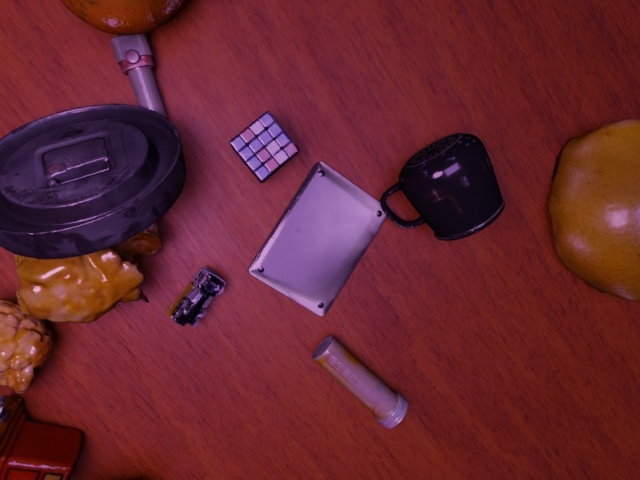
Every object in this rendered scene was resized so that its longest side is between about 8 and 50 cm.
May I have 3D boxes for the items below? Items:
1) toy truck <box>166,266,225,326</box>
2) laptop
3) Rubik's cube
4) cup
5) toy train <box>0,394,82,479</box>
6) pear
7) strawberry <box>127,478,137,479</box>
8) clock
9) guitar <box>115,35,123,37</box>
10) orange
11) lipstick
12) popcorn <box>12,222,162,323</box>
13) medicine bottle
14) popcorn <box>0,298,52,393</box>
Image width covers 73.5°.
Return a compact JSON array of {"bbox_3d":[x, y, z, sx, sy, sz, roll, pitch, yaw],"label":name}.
[{"bbox_3d":[-0.241,0.110,0.824,0.052,0.063,0.123,39,88,-32],"label":"toy truck"},{"bbox_3d":[0.000,0.000,0.872,0.187,0.015,0.269,33,90,-11],"label":"laptop"},{"bbox_3d":[-0.104,-0.171,0.801,0.092,0.092,0.092,-39,100,-2],"label":"Rubik's cube"},{"bbox_3d":[0.233,-0.091,0.839,0.223,0.169,0.177,-28,109,25],"label":"cup"},{"bbox_3d":[-0.583,0.449,0.758,0.231,0.163,0.369,22,94,-22],"label":"toy train"},{"bbox_3d":[0.675,-0.062,0.879,0.340,0.191,0.387,-26,99,-6],"label":"pear"},{"bbox_3d":[-0.371,0.561,0.812,0.280,0.150,0.254,22,112,-12],"label":"strawberry"},{"bbox_3d":[-0.375,-0.107,0.678,0.318,0.319,0.066,-10,139,-7],"label":"clock"},{"bbox_3d":[-0.392,-0.474,0.762,0.088,0.025,0.234,-19,99,-7],"label":"guitar"},{"bbox_3d":[-0.316,-0.454,0.678,0.240,0.171,0.240,0,91,-15],"label":"orange"},{"bbox_3d":[-0.315,-0.271,0.779,0.063,0.057,0.187,-18,101,-7],"label":"lipstick"},{"bbox_3d":[-0.405,0.025,0.740,0.253,0.190,0.191,-19,130,-19],"label":"popcorn"},{"bbox_3d":[0.080,0.291,0.887,0.218,0.074,0.074,43,88,-8],"label":"medicine bottle"},{"bbox_3d":[-0.556,0.187,0.742,0.179,0.170,0.180,-6,76,26],"label":"popcorn"}]
